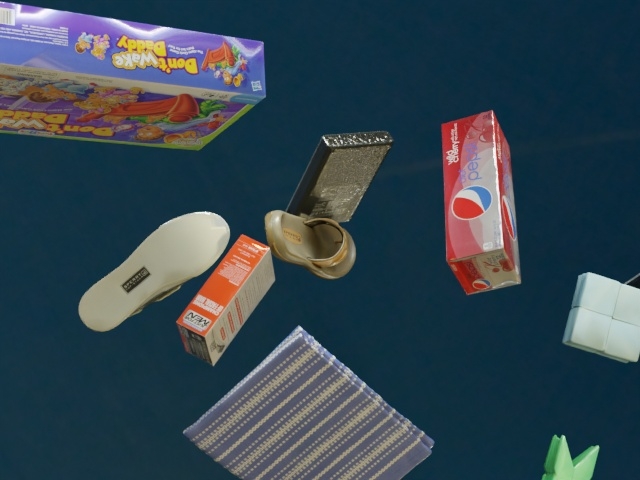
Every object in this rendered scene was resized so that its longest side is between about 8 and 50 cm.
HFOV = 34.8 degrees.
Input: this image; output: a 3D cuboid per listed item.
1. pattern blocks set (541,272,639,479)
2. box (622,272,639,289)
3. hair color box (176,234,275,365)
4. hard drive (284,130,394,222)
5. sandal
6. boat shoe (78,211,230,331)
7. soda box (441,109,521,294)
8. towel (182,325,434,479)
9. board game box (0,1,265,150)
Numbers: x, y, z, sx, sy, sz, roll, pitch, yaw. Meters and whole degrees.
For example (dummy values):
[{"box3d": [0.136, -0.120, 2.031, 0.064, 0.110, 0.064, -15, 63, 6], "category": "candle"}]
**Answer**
[{"box3d": [0.295, 0.144, 0.632, 0.324, 0.026, 0.286, 7, -98, -7], "category": "pattern blocks set"}, {"box3d": [0.380, 0.022, 0.883, 0.180, 0.078, 0.147, -12, -22, -36], "category": "box"}, {"box3d": [-0.133, 0.085, 1.466, 0.167, 0.053, 0.093, -56, -20, -28], "category": "hair color box"}, {"box3d": [0.020, -0.070, 1.188, 0.094, 0.022, 0.135, -8, -37, -34], "category": "hard drive"}, {"box3d": [0.000, 0.000, 1.153, 0.049, 0.072, 0.180, -21, -20, 25], "category": "sandal"}, {"box3d": [-0.211, 0.035, 1.303, 0.219, 0.070, 0.078, -33, -89, 2], "category": "boat shoe"}, {"box3d": [0.229, -0.058, 1.466, 0.083, 0.263, 0.092, -15, -42, 21], "category": "soda box"}, {"box3d": [-0.009, 0.302, 1.557, 0.243, 0.040, 0.336, -43, -62, 8], "category": "towel"}, {"box3d": [-0.275, -0.199, 1.303, 0.347, 0.233, 0.078, 3, -104, -28], "category": "board game box"}]
